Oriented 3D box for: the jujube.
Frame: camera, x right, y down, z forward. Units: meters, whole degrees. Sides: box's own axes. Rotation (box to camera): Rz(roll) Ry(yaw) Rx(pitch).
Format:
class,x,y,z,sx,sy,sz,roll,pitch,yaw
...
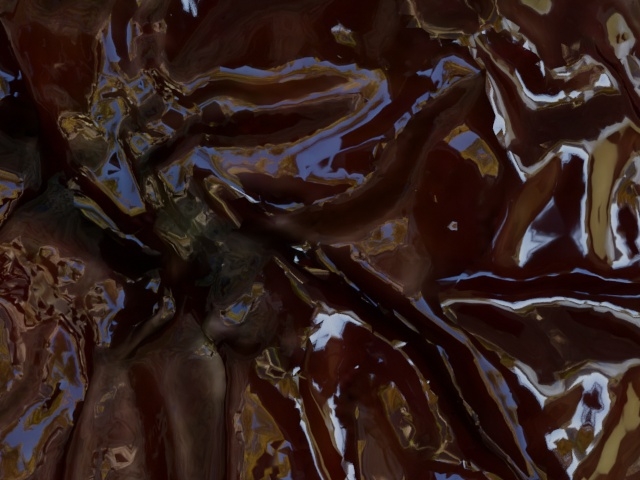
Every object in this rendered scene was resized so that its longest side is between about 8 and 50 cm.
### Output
class,x,y,z,sx,sy,sz,roll,pitch,yaw
jujube,0.000,0.000,0.509,0.213,0.213,0.232,-14,86,21
